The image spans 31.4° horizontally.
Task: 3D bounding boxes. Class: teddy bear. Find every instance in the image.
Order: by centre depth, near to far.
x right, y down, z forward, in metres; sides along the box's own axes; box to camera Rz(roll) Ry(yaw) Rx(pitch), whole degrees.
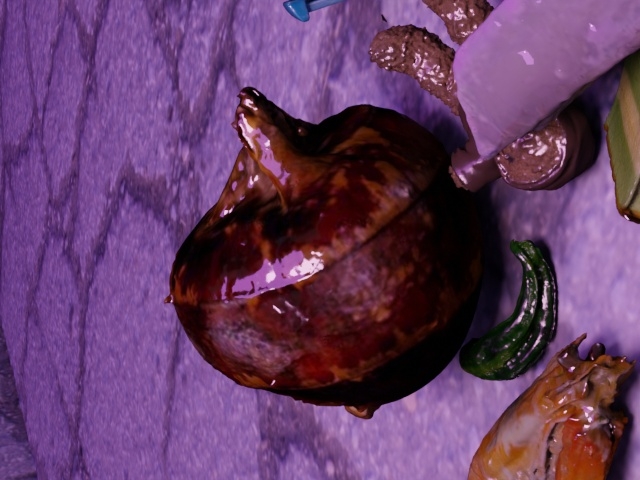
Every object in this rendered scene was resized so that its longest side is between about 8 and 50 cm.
[{"bbox_3d":[0.111,-0.094,0.713,0.119,0.078,0.160,-50,63,27],"label":"teddy bear"}]

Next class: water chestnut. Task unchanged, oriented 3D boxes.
[{"bbox_3d":[0.000,0.000,0.786,0.238,0.224,0.224,53,161,-16],"label":"water chestnut"}]

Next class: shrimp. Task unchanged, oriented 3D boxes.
[{"bbox_3d":[0.146,0.142,0.697,0.115,0.051,0.217,57,142,35],"label":"shrimp"}]

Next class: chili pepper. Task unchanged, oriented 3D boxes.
[{"bbox_3d":[0.124,0.058,0.746,0.055,0.035,0.118,47,141,31],"label":"chili pepper"}]

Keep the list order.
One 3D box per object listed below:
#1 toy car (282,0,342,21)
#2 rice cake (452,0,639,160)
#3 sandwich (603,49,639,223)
[{"bbox_3d":[-0.011,-0.232,0.901,0.161,0.126,0.098,-152,43,-67],"label":"toy car"},{"bbox_3d":[0.182,-0.163,0.505,0.070,0.064,0.399,51,142,3],"label":"rice cake"},{"bbox_3d":[0.198,-0.058,0.603,0.116,0.074,0.074,-73,-6,-61],"label":"sandwich"}]
